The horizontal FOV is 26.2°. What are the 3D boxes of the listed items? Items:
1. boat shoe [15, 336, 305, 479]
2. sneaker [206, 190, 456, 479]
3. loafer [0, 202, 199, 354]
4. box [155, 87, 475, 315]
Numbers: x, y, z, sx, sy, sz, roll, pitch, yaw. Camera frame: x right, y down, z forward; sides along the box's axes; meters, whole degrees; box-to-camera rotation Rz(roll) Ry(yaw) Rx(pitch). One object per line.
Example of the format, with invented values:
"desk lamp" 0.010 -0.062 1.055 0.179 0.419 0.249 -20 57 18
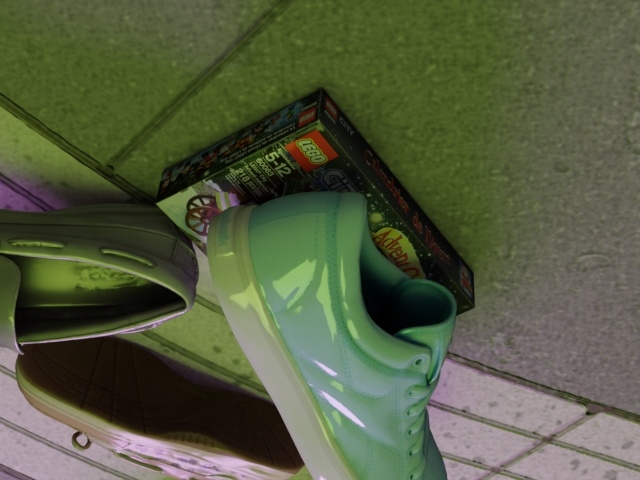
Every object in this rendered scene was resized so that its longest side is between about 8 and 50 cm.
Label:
"boat shoe" -0.152 0.172 1.255 0.285 0.104 0.089 25 127 -18
"sneaker" 0.052 0.109 1.100 0.150 0.135 0.366 -15 131 22
"loafer" -0.256 0.034 1.087 0.320 0.111 0.112 -8 124 -9
"box" 0.000 0.000 1.126 0.159 0.044 0.233 -25 126 25
